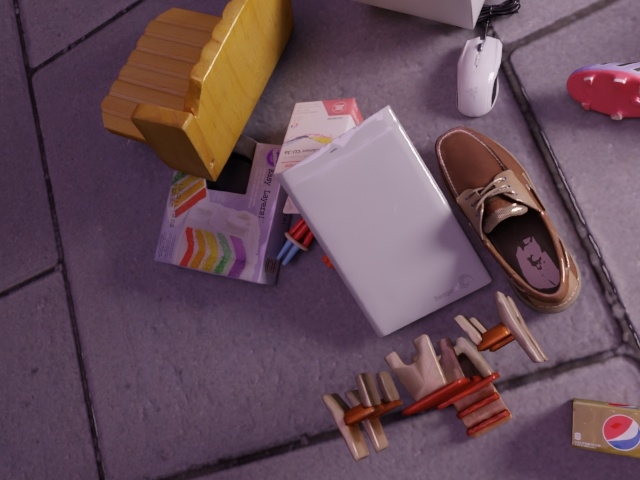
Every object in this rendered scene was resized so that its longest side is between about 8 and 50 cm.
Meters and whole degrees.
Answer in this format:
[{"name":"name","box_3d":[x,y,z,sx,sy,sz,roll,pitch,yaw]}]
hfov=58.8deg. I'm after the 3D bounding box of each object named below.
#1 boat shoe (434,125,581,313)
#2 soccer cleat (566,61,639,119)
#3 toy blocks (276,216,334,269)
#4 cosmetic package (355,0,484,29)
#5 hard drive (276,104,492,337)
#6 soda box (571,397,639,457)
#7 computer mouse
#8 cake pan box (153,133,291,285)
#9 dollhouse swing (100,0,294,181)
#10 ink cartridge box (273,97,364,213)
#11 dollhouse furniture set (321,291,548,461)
[{"name":"boat shoe","box_3d":[0.273,-0.045,0.837,0.123,0.116,0.324,-37,69,15]},{"name":"soccer cleat","box_3d":[0.485,-0.225,0.803,0.248,0.083,0.095,12,57,30]},{"name":"toy blocks","box_3d":[0.000,0.000,0.985,0.123,0.054,0.148,40,98,24]},{"name":"cosmetic package","box_3d":[0.171,-0.485,0.891,0.224,0.138,0.224,22,90,18]},{"name":"hard drive","box_3d":[0.098,-0.023,0.882,0.203,0.040,0.307,-30,97,17]},{"name":"soda box","box_3d":[0.432,0.254,0.753,0.181,0.058,0.061,2,82,24]},{"name":"computer mouse","box_3d":[0.261,-0.299,0.922,0.106,0.042,0.193,5,84,23]},{"name":"cake pan box","box_3d":[-0.173,-0.064,1.066,0.246,0.070,0.266,12,86,23]},{"name":"dollhouse swing","box_3d":[-0.257,-0.335,0.996,0.305,0.315,0.346,23,78,8]},{"name":"ink cartridge box","box_3d":[-0.004,-0.143,0.966,0.115,0.067,0.198,0,60,24]},{"name":"dollhouse furniture set","box_3d":[0.179,0.202,0.762,0.262,0.259,0.135,-35,67,16]}]
